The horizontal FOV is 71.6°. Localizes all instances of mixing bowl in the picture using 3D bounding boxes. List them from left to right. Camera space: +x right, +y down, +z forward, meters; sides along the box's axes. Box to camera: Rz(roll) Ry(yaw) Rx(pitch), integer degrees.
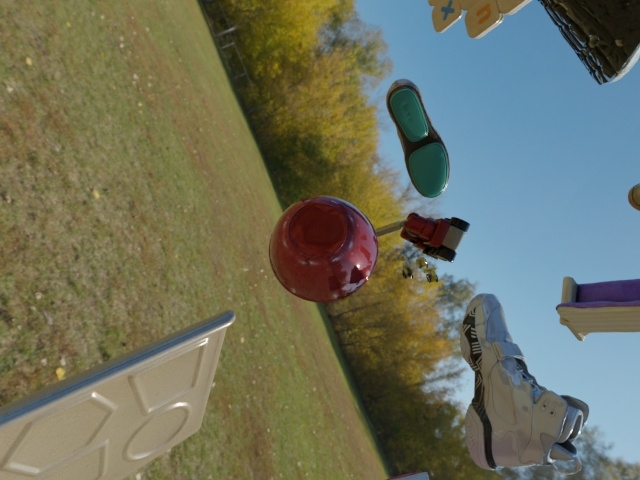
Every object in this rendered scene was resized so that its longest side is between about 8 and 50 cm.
[{"bbox_3d":[0.000,0.000,0.688,0.098,0.182,0.181,72,-5,-72],"label":"mixing bowl"}]

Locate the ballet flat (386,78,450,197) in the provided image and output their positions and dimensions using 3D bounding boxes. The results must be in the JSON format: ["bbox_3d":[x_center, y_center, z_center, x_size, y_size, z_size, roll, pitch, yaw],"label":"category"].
[{"bbox_3d":[0.242,-0.251,1.085,0.106,0.108,0.315,-89,158,-53],"label":"ballet flat"}]

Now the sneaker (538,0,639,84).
[{"bbox_3d":[0.286,-0.250,0.403,0.129,0.147,0.330,49,41,-6],"label":"sneaker"}]

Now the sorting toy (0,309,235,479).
[{"bbox_3d":[-0.174,0.151,0.368,0.038,0.193,0.208,43,-52,24],"label":"sorting toy"}]

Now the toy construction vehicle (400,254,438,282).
[{"bbox_3d":[0.258,0.070,1.168,0.098,0.086,0.035,-96,-177,-55],"label":"toy construction vehicle"}]

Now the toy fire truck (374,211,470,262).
[{"bbox_3d":[0.264,-0.024,1.281,0.247,0.158,0.217,25,1,-1],"label":"toy fire truck"}]

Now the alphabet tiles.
[{"bbox_3d":[0.287,-0.516,0.779,0.278,0.021,0.283,-24,-105,59],"label":"alphabet tiles"}]

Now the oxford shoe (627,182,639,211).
[{"bbox_3d":[1.103,-0.135,1.239,0.146,0.398,0.140,41,56,-61],"label":"oxford shoe"}]

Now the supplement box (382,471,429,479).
[{"bbox_3d":[0.155,0.538,0.778,0.111,0.114,0.219,103,-25,-61],"label":"supplement box"}]

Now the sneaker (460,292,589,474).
[{"bbox_3d":[0.414,0.283,0.912,0.138,0.210,0.365,22,65,-39],"label":"sneaker"}]

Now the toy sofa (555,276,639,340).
[{"bbox_3d":[0.798,0.147,1.105,0.177,0.363,0.150,40,57,-28],"label":"toy sofa"}]
